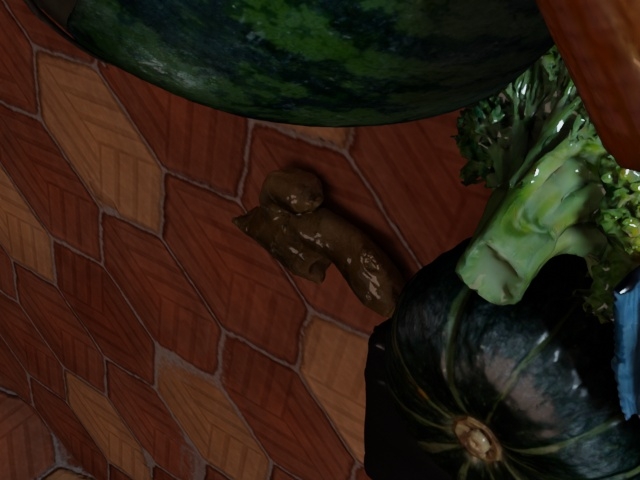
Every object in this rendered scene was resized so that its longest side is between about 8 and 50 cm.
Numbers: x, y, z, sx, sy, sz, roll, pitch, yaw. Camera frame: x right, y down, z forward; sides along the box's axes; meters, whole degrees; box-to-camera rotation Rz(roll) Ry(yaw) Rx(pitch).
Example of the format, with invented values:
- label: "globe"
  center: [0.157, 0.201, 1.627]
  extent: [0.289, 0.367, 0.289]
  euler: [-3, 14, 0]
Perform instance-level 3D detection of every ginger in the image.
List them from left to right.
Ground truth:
- label: "ginger"
  center: [0.003, 0.010, 1.260]
  extent: [0.214, 0.059, 0.133]
  euler: [42, 143, 16]

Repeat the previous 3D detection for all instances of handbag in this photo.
- label: "handbag"
  center: [0.156, 0.218, 1.239]
  extent: [0.275, 0.088, 0.244]
  euler: [37, 147, 33]

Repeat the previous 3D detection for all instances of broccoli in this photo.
- label: "broccoli"
  center: [0.157, -0.027, 0.832]
  extent: [0.220, 0.194, 0.194]
  euler: [54, 153, -14]

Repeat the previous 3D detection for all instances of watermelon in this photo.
- label: "watermelon"
  center: [0.037, -0.214, 0.714]
  extent: [0.283, 0.293, 0.250]
  euler: [16, 173, -29]

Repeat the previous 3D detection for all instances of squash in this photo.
- label: "squash"
  center: [0.168, 0.110, 1.007]
  extent: [0.252, 0.165, 0.252]
  euler: [33, 146, 26]

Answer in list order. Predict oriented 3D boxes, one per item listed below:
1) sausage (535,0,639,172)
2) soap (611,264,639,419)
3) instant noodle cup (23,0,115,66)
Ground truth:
- label: "sausage"
  center: [0.175, -0.204, 0.551]
  extent: [0.233, 0.233, 0.287]
  euler: [-3, 121, 58]
- label: "soap"
  center: [0.327, 0.095, 0.776]
  extent: [0.293, 0.077, 0.156]
  euler: [19, 145, 22]
- label: "instant noodle cup"
  center: [-0.136, -0.284, 0.913]
  extent: [0.214, 0.296, 0.296]
  euler: [35, 149, 50]
